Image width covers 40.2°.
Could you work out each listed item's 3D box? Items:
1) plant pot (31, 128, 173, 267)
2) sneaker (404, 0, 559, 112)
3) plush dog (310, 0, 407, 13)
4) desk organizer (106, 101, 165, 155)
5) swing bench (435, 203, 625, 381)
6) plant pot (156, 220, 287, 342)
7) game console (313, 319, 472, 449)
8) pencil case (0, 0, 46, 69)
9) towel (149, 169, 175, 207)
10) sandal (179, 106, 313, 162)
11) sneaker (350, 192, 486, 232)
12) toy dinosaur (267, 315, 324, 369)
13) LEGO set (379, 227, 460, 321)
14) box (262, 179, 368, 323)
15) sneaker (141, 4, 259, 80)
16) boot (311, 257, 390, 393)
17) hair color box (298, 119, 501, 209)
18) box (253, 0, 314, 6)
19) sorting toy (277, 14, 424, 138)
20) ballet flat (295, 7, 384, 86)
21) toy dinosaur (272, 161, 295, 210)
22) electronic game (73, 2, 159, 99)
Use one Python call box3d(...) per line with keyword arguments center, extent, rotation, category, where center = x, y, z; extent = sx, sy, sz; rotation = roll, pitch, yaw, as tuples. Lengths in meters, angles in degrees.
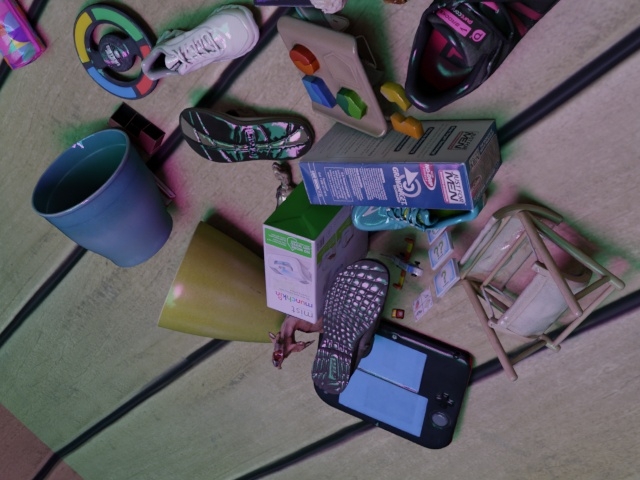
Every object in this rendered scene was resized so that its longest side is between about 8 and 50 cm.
box3d(center=(-0.492, -0.079, 2.074), extent=(0.272, 0.271, 0.255), rotation=(-3, 138, 35), category="plant pot")
box3d(center=(0.279, -0.380, 1.389), extent=(0.185, 0.202, 0.482), rotation=(32, 136, 5), category="sneaker")
box3d(center=(0.122, -0.481, 1.394), extent=(0.211, 0.225, 0.262), rotation=(26, 123, 23), category="plush dog")
box3d(center=(-0.434, -0.264, 2.063), extent=(0.130, 0.047, 0.050), rotation=(36, 134, 2), category="desk organizer")
box3d(center=(0.402, 0.089, 1.719), extent=(0.254, 0.165, 0.253), rotation=(52, 141, 20), category="swing bench")
box3d(center=(-0.207, 0.133, 2.115), extent=(0.294, 0.274, 0.274), rotation=(23, 136, -5), category="plant pot")
box3d(center=(0.167, 0.341, 2.164), extent=(0.387, 0.060, 0.342), rotation=(20, 134, 17), category="game console")
box3d(center=(-0.732, -0.514, 2.015), extent=(0.104, 0.104, 0.236), rotation=(-9, 121, 37), category="pencil case")
box3d(center=(-0.533, -0.111, 2.262), extent=(0.237, 0.037, 0.329), rotation=(44, 136, -7), category="towel")
box3d(center=(-0.159, -0.232, 1.892), extent=(0.303, 0.086, 0.120), rotation=(7, 124, 10), category="sandal")
box3d(center=(0.189, -0.066, 1.732), extent=(0.275, 0.110, 0.107), rotation=(-9, 114, 17), category="sneaker")
box3d(center=(-0.015, 0.176, 2.007), extent=(0.127, 0.296, 0.200), rotation=(23, 113, 49), category="toy dinosaur")
box3d(center=(0.198, 0.064, 1.834), extent=(0.060, 0.182, 0.244), rotation=(10, 142, -21), category="LEGO set")
box3d(center=(0.000, 0.000, 1.844), extent=(0.127, 0.262, 0.231), rotation=(19, 134, 21), category="box")
box3d(center=(-0.247, -0.393, 1.786), extent=(0.292, 0.118, 0.110), rotation=(-13, 116, 38), category="sneaker")
box3d(center=(0.084, 0.149, 1.890), extent=(0.118, 0.223, 0.338), rotation=(29, 119, 11), category="boot")
box3d(center=(0.153, -0.148, 1.685), extent=(0.347, 0.174, 0.105), rotation=(3, 126, 32), category="hair color box")
box3d(center=(-0.045, -0.553, 1.483), extent=(0.143, 0.165, 0.270), rotation=(8, 129, 27), category="box")
box3d(center=(0.050, -0.288, 1.628), extent=(0.307, 0.041, 0.229), rotation=(29, 155, 39), category="sorting toy")
box3d(center=(0.042, -0.382, 1.653), extent=(0.068, 0.072, 0.213), rotation=(-36, 103, 18), category="ballet flat")
box3d(center=(-0.078, -0.054, 1.974), extent=(0.064, 0.118, 0.268), rotation=(-7, 136, -13), category="toy dinosaur")
box3d(center=(-0.455, -0.418, 1.947), extent=(0.229, 0.048, 0.229), rotation=(18, 132, 20), category="electronic game")
